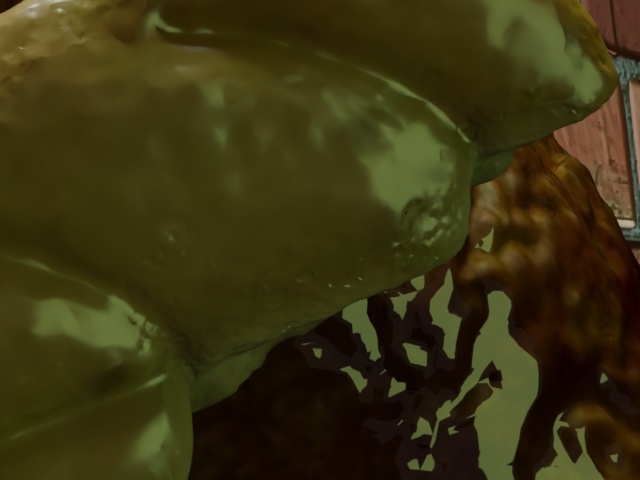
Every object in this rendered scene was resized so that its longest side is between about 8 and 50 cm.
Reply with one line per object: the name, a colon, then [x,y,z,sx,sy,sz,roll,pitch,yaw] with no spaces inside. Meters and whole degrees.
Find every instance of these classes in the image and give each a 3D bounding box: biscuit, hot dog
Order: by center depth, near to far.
biscuit: [-0.058,0.004,0.560,0.154,0.045,0.299,43,85,-11]
hot dog: [0.000,0.000,0.696,0.387,0.174,0.267,59,36,-10]
